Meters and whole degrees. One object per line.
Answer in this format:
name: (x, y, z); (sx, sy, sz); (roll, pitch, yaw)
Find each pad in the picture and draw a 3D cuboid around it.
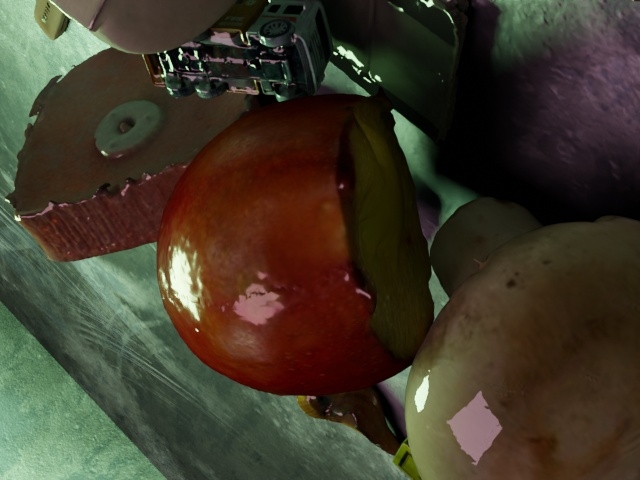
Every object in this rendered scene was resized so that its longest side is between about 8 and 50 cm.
pad: (0.034, -0.200, 0.960); (0.233, 0.022, 0.174); (38, 154, 24)

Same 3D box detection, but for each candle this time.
candle: (-0.209, -0.087, 1.210); (0.317, 0.287, 0.131); (20, 148, 41)

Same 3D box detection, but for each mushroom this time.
mushroom: (0.174, 0.076, 0.853); (0.290, 0.292, 0.292); (56, 166, 43)

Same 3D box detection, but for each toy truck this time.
toy truck: (-0.071, -0.193, 1.000); (0.178, 0.115, 0.080); (9, 138, 24)

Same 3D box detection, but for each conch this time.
conch: (0.044, 0.228, 1.494); (0.233, 0.080, 0.086); (28, 170, -11)

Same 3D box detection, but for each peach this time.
peach: (0.000, 0.000, 0.910); (0.281, 0.281, 0.338); (51, 158, -5)

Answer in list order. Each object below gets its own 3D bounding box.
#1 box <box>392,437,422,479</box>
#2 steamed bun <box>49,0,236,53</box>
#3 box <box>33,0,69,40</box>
box: (0.191, 0.168, 0.991); (0.141, 0.220, 0.064); (40, 154, 15)
steamed bun: (-0.127, -0.280, 0.890); (0.146, 0.164, 0.241); (41, 113, 24)
box: (-0.355, -0.307, 1.420); (0.048, 0.025, 0.115); (49, 154, -4)
